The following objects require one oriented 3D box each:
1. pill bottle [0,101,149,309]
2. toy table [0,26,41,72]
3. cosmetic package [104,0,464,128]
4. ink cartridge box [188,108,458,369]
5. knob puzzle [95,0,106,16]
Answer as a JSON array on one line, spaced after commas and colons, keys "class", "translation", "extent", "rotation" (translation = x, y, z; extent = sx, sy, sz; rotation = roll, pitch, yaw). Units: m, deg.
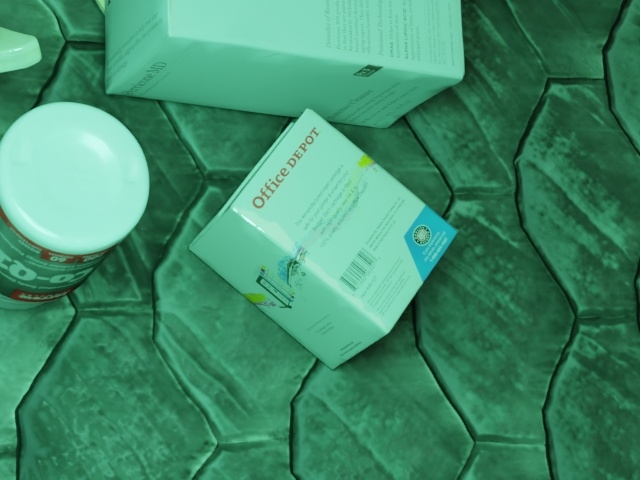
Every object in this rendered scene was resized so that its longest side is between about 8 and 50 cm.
[{"class": "pill bottle", "translation": [-0.297, -0.025, 1.813], "extent": [0.161, 0.283, 0.161], "rotation": [8, 70, -21]}, {"class": "toy table", "translation": [-0.450, -0.202, 1.852], "extent": [0.274, 0.252, 0.161], "rotation": [28, 47, 25]}, {"class": "cosmetic package", "translation": [-0.045, -0.251, 2.022], "extent": [0.385, 0.217, 0.156], "rotation": [3, 74, -25]}, {"class": "ink cartridge box", "translation": [0.000, 0.000, 1.994], "extent": [0.233, 0.168, 0.171], "rotation": [40, 61, -5]}, {"class": "knob puzzle", "translation": [-0.209, -0.320, 2.096], "extent": [0.213, 0.030, 0.213], "rotation": [8, 72, -26]}]
